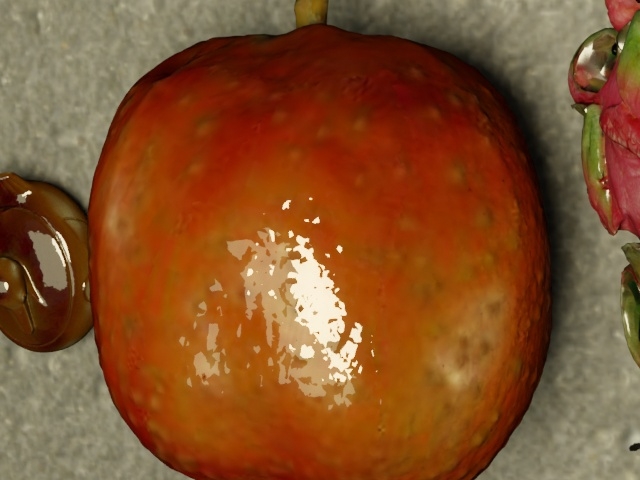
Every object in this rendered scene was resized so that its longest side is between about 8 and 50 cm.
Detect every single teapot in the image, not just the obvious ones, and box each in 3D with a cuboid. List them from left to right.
[{"bbox_3d":[-0.198,0.015,1.253,0.098,0.078,0.129,-5,102,29],"label":"teapot"}]

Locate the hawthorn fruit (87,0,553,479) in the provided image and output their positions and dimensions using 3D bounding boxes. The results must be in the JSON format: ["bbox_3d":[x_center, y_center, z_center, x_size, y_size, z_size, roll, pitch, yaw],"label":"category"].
[{"bbox_3d":[0.000,0.000,1.047,0.275,0.275,0.300,0,91,28],"label":"hawthorn fruit"}]

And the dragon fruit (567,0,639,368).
[{"bbox_3d":[0.227,-0.043,0.964,0.218,0.198,0.273,20,139,10],"label":"dragon fruit"}]
